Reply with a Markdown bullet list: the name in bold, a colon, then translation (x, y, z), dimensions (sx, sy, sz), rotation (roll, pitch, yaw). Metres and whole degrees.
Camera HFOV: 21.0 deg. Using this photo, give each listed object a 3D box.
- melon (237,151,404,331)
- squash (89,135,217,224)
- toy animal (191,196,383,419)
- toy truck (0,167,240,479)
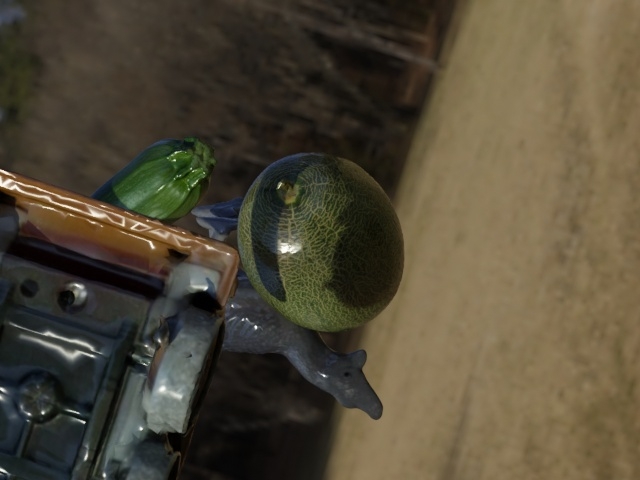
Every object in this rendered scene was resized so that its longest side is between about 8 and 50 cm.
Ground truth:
- **melon**: translation (0.000, 0.000, 1.464), dimensions (0.192, 0.139, 0.139), rotation (56, -136, -50)
- **squash**: translation (-0.171, -0.025, 1.553), dimensions (0.219, 0.068, 0.077), rotation (-37, 27, 33)
- **toy animal**: translation (-0.102, 0.055, 1.779), dimensions (0.081, 0.367, 0.206), rotation (-47, -34, -59)
- **toy truck**: translation (-0.168, 0.170, 0.944), dimensions (0.207, 0.173, 0.387), rotation (61, -133, -84)
